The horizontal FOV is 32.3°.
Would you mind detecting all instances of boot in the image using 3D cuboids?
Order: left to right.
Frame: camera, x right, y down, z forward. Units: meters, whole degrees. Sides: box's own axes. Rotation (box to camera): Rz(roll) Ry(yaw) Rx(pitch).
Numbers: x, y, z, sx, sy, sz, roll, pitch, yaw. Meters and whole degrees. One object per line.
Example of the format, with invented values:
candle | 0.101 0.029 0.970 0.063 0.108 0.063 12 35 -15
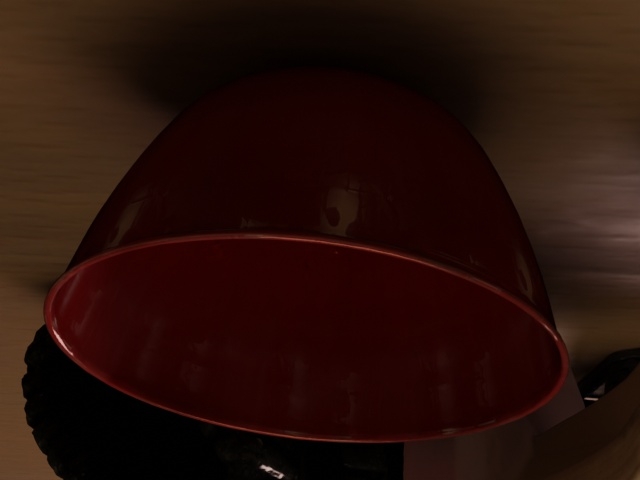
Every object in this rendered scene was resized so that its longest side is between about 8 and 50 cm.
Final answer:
boot | 0.017 0.152 0.628 0.348 0.131 0.260 17 164 25

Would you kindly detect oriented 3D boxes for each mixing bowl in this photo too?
mixing bowl | 0.000 0.000 0.407 0.181 0.098 0.181 6 153 3

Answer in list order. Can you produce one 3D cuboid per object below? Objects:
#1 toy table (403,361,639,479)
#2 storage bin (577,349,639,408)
toy table | 0.147 0.123 0.477 0.161 0.274 0.252 -21 152 30
storage bin | 0.261 0.132 0.710 0.180 0.084 0.122 4 157 -4
